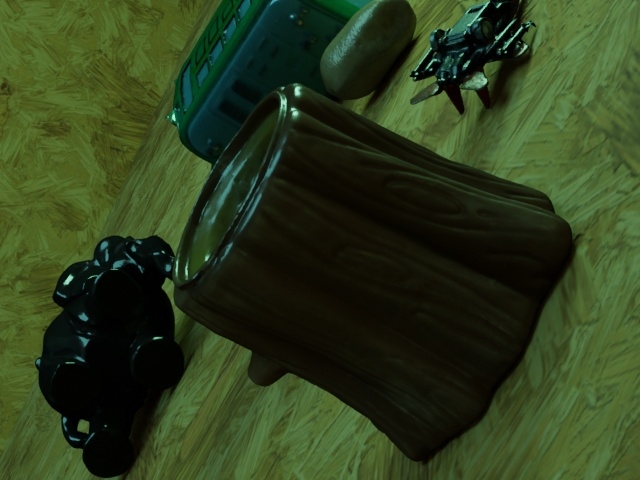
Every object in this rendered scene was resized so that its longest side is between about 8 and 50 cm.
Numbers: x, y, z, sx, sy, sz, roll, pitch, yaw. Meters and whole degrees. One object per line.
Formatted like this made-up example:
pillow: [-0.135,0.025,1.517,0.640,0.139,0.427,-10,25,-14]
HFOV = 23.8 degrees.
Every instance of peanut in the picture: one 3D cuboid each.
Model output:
peanut: [0.055,-0.224,1.764,0.152,0.076,0.076,-48,19,33]

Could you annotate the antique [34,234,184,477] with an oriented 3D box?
antique: [-0.291,0.138,2.108,0.322,0.185,0.255,-64,14,7]

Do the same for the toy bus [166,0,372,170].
toy bus: [-0.060,-0.240,2.005,0.343,0.184,0.199,-54,20,34]

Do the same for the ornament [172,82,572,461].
ornament: [0.028,0.006,1.088,0.235,0.218,0.221,-49,20,39]

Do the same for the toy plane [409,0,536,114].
toy plane: [0.148,-0.195,1.382,0.130,0.061,0.189,-10,47,44]
